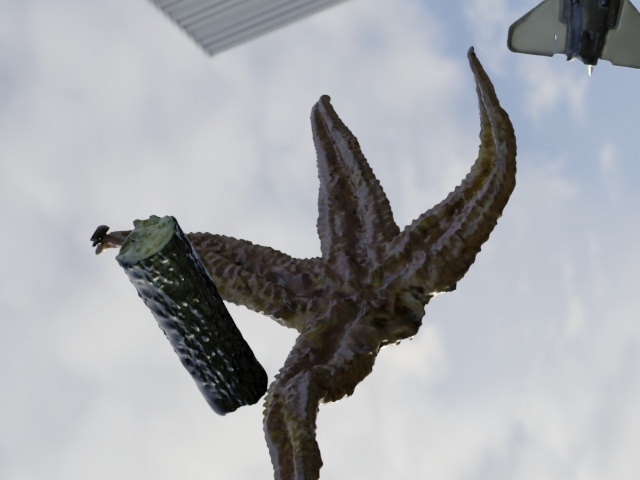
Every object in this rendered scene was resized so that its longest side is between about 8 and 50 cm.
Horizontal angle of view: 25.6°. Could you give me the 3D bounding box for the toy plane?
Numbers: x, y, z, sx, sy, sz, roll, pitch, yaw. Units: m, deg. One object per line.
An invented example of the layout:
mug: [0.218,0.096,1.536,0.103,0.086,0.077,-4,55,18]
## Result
toy plane: [0.162,-0.198,0.797,0.082,0.159,0.234,-47,-36,-62]

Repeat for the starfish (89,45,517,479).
starfish: [0.006,0.006,1.207,0.398,0.383,0.132,-46,-41,-12]

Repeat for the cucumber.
cucumber: [-0.095,0.058,1.059,0.058,0.058,0.187,-74,-30,-41]
